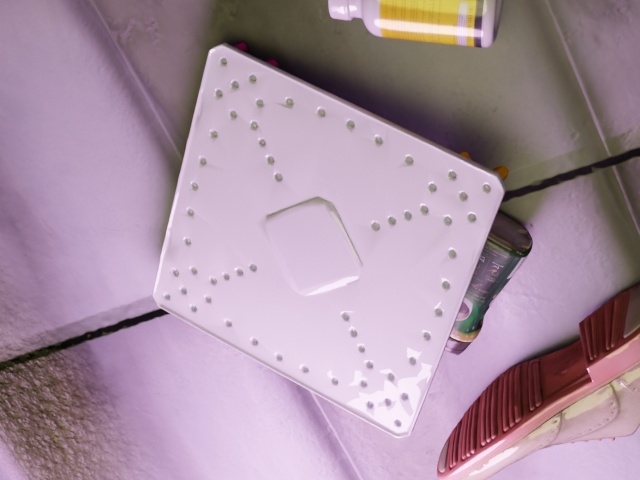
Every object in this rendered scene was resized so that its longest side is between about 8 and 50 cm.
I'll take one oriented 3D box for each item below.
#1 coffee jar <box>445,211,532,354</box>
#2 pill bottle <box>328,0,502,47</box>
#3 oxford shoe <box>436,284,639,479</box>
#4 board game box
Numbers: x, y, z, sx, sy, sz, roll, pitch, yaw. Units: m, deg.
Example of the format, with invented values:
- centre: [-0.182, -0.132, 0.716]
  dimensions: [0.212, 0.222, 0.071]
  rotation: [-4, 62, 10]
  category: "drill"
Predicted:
- centre: [0.178, 0.051, 1.651]
  dimensions: [0.096, 0.079, 0.184]
  rotation: [31, 122, 5]
  category: "coffee jar"
- centre: [0.106, -0.271, 1.478]
  dimensions: [0.184, 0.103, 0.103]
  rotation: [8, 120, 11]
  category: "pill bottle"
- centre: [0.313, 0.218, 1.678]
  dimensions: [0.146, 0.140, 0.397]
  rotation: [41, 123, -17]
  category: "oxford shoe"
- centre: [0.000, 0.000, 1.642]
  dimensions: [0.390, 0.050, 0.390]
  rotation: [27, 123, 16]
  category: "board game box"
